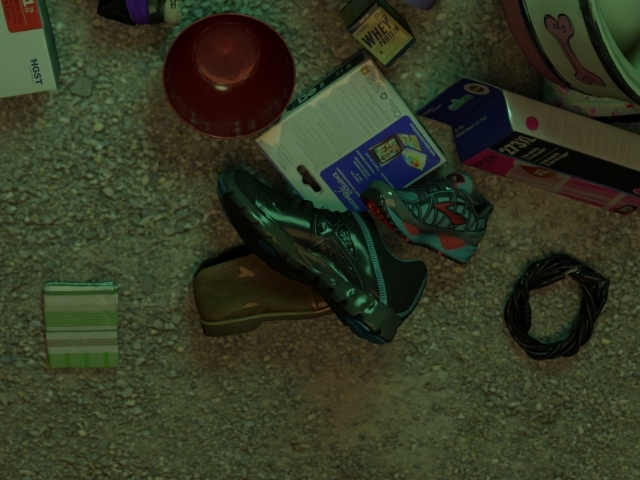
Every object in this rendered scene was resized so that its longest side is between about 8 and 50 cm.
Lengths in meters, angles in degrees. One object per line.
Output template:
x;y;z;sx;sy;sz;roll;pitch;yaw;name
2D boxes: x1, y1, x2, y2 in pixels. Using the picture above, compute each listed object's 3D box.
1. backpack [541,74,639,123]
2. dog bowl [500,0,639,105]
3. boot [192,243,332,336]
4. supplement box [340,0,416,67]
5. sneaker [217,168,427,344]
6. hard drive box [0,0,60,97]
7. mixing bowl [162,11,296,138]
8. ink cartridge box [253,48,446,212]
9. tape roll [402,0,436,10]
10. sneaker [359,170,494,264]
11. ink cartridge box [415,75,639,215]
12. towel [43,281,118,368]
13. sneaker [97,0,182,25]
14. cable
0.406;-0.229;1.894;0.182;0.152;0.115;0;113;7;backpack
0.375;-0.366;1.695;0.150;0.408;0.408;1;129;42;dog bowl
-0.044;0.054;2.003;0.305;0.112;0.115;-14;108;3;boot
0.079;-0.297;1.839;0.083;0.083;0.056;39;107;-23;supplement box
0.000;0.000;1.931;0.341;0.125;0.139;40;76;-1;sneaker
-0.482;-0.281;1.776;0.232;0.089;0.181;-10;119;-2;hard drive box
-0.127;-0.242;1.834;0.181;0.098;0.181;-3;118;-5;mixing bowl
0.042;-0.139;1.939;0.208;0.045;0.206;-34;117;10;ink cartridge box
0.089;-0.386;1.734;0.189;0.189;0.080;27;111;-19;tape roll
0.160;-0.059;1.944;0.262;0.104;0.125;21;107;-51;sneaker
0.332;-0.132;1.912;0.371;0.176;0.069;18;73;-14;ink cartridge box
-0.367;0.131;2.048;0.113;0.023;0.152;1;120;-5;towel
-0.259;-0.414;1.725;0.146;0.102;0.293;-3;118;-4;sneaker
0.368;0.112;2.112;0.151;0.047;0.184;19;114;-16;cable
